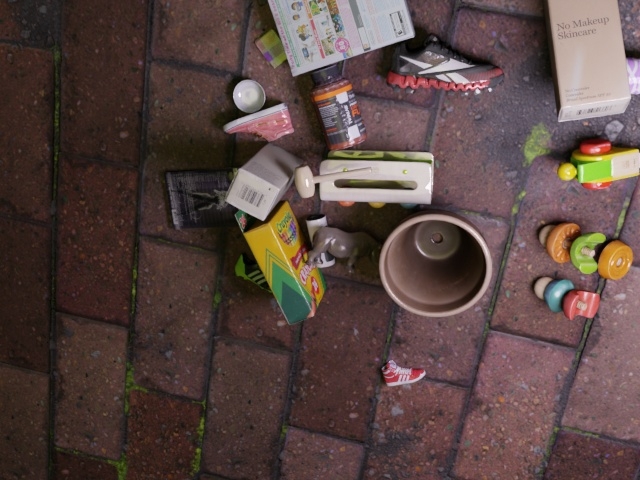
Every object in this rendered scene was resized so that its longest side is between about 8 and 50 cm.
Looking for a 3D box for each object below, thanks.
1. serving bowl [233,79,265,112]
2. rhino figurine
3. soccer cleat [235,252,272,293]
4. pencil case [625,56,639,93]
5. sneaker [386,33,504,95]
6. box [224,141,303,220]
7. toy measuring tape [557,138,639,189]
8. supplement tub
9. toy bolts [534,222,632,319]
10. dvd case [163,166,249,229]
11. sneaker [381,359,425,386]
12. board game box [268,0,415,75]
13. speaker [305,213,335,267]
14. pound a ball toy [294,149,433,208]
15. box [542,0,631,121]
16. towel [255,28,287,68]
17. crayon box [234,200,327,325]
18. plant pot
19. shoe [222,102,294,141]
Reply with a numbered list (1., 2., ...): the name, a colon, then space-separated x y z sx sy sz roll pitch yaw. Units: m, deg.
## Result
1. serving bowl: -0.178 -0.368 1.895 0.083 0.027 0.083 4 110 11
2. rhino figurine: 0.084 0.026 1.936 0.243 0.073 0.106 8 101 -14
3. soccer cleat: -0.152 0.092 2.030 0.179 0.060 0.072 23 108 16
4. pencil case: 0.652 -0.373 1.692 0.206 0.088 0.086 2 113 10
5. sneaker: 0.293 -0.413 1.744 0.276 0.097 0.135 6 113 11
6. box: -0.134 -0.151 1.831 0.113 0.275 0.094 29 113 1
7. toy measuring tape: 0.706 -0.193 1.759 0.330 0.121 0.121 -12 108 -8
8. supplement tub: 0.039 -0.326 1.825 0.106 0.106 0.197 -15 107 16
9. toy bolts: 0.634 0.072 1.861 0.218 0.158 0.228 5 105 -34
10. dvd case: -0.307 -0.113 2.020 0.221 0.018 0.164 -2 108 13
11. sneaker: 0.227 0.362 2.070 0.118 0.042 0.067 -18 108 19
12. board game box: 0.047 -0.540 1.751 0.303 0.097 0.224 -14 105 15
13. speaker: 0.000 0.000 1.979 0.055 0.055 0.136 -8 107 14
14. pound a ball toy: 0.111 -0.134 1.824 0.319 0.208 0.135 2 110 10
15. box: 0.568 -0.428 1.608 0.148 0.121 0.311 -8 82 14
16. towel: -0.118 -0.478 1.853 0.060 0.009 0.083 -33 101 20
17. crayon box: -0.096 0.032 1.930 0.081 0.202 0.318 -21 105 18
18. plant pot: 0.286 0.026 1.835 0.263 0.229 0.263 4 111 11
19. shoe: -0.158 -0.285 1.901 0.178 0.063 0.081 -17 100 12
